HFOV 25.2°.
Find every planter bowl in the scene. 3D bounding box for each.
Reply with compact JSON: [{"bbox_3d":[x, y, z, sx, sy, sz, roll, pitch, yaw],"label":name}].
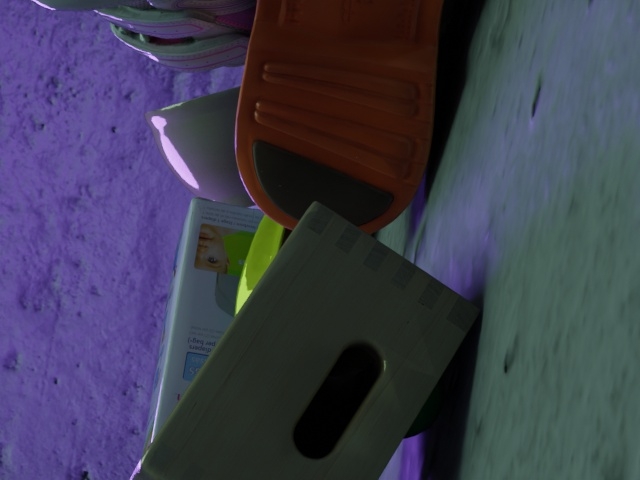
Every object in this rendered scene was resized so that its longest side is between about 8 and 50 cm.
[{"bbox_3d":[-0.069,-0.086,1.318,0.162,0.162,0.109,-147,41,-83],"label":"planter bowl"}]

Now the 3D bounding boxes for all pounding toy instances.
[{"bbox_3d":[-0.028,0.104,0.644,0.181,0.094,0.206,-57,0,-16],"label":"pounding toy"}]

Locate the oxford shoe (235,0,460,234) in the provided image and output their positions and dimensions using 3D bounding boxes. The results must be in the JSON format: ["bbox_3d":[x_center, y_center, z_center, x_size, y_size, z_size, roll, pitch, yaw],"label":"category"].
[{"bbox_3d":[0.028,-0.182,0.703,0.132,0.130,0.363,-77,3,-55],"label":"oxford shoe"}]

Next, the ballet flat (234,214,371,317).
[{"bbox_3d":[0.000,0.000,0.878,0.077,0.077,0.230,-29,46,59],"label":"ballet flat"}]

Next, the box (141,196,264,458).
[{"bbox_3d":[-0.051,0.091,0.942,0.103,0.114,0.203,121,159,-67],"label":"box"}]

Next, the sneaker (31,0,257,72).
[{"bbox_3d":[-0.069,-0.138,0.763,0.252,0.103,0.111,-25,-48,-56],"label":"sneaker"}]
